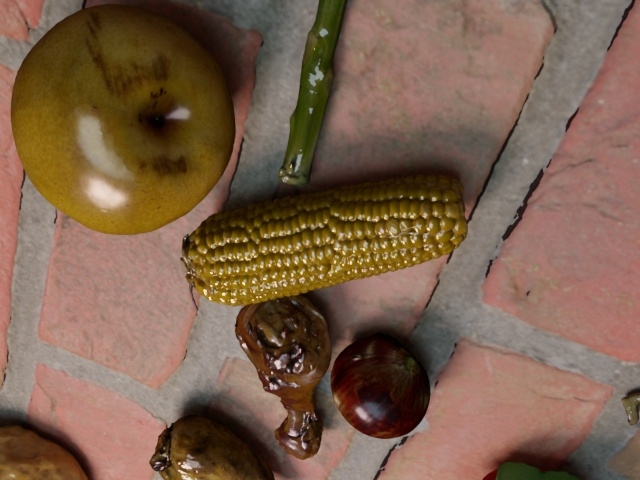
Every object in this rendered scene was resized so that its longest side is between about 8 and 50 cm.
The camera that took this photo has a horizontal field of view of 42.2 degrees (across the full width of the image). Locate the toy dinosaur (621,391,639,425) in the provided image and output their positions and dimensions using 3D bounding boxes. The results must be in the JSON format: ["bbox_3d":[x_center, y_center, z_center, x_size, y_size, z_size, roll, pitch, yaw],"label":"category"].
[{"bbox_3d":[0.424,0.173,0.862,0.199,0.072,0.251,-16,104,13],"label":"toy dinosaur"}]

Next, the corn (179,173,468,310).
[{"bbox_3d":[0.000,0.000,0.842,0.305,0.106,0.106,-12,117,22],"label":"corn"}]

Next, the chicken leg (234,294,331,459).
[{"bbox_3d":[-0.034,0.162,0.972,0.107,0.087,0.252,31,141,40],"label":"chicken leg"}]

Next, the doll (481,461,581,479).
[{"bbox_3d":[0.242,0.438,1.008,0.182,0.160,0.363,7,123,11],"label":"doll"}]

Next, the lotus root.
[{"bbox_3d":[-0.125,0.296,1.075,0.190,0.095,0.108,30,148,-13],"label":"lotus root"}]

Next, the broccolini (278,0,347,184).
[{"bbox_3d":[0.023,-0.206,0.724,0.078,0.074,0.392,21,123,11],"label":"broccolini"}]

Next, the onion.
[{"bbox_3d":[0.066,0.169,0.928,0.117,0.119,0.119,26,125,-5],"label":"onion"}]

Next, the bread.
[{"bbox_3d":[-0.453,0.382,1.195,0.244,0.134,0.245,8,126,11],"label":"bread"}]

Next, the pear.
[{"bbox_3d":[-0.188,-0.110,0.776,0.208,0.209,0.209,7,123,12],"label":"pear"}]
